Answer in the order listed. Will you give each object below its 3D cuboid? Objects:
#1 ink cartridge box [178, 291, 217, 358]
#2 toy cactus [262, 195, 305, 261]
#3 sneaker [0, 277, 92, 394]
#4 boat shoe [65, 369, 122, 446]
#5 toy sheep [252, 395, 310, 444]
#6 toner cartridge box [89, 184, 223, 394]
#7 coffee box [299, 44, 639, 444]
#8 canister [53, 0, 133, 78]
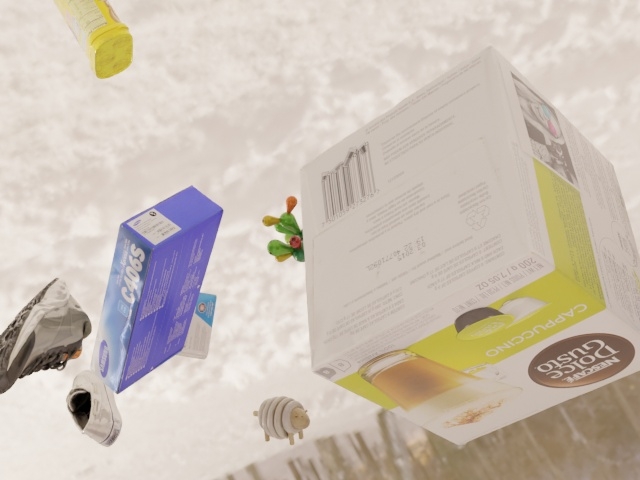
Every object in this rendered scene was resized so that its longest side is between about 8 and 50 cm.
[{"bbox_3d":[-0.333,0.176,2.298,0.191,0.139,0.082,10,166,-9],"label":"ink cartridge box"},{"bbox_3d":[0.000,0.000,1.860,0.112,0.180,0.219,-63,161,16],"label":"toy cactus"},{"bbox_3d":[-0.390,0.143,1.478,0.100,0.108,0.271,-40,-170,19],"label":"sneaker"},{"bbox_3d":[-0.510,0.353,2.288,0.088,0.267,0.096,31,101,-32],"label":"boat shoe"},{"bbox_3d":[-0.077,0.340,2.007,0.132,0.091,0.091,-1,-178,31],"label":"toy sheep"},{"bbox_3d":[-0.272,0.085,1.721,0.165,0.075,0.347,-32,153,-44],"label":"toner cartridge box"},{"bbox_3d":[0.208,0.025,1.412,0.338,0.338,0.334,-30,136,30],"label":"coffee box"},{"bbox_3d":[-0.392,-0.379,1.792,0.073,0.170,0.126,-28,167,-19],"label":"canister"}]
